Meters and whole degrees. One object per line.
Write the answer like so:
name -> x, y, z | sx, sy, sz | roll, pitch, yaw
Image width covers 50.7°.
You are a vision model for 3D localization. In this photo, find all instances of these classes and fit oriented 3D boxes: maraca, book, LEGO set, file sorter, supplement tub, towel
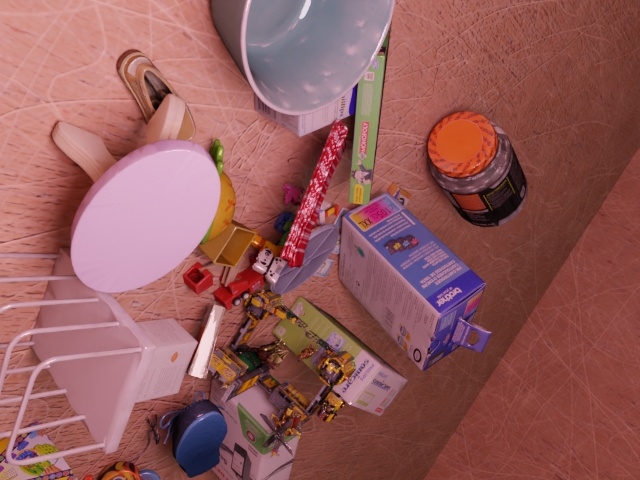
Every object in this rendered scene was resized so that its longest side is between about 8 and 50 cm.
maraca -> -0.194, -0.083, 1.178 | 0.099, 0.127, 0.185 | 7, 110, -23
book -> -0.236, 0.202, 1.368 | 0.035, 0.096, 0.144 | 19, 78, -16
LEGO set -> -0.100, -0.017, 1.376 | 0.087, 0.093, 0.227 | -42, -159, 58
LEGO set -> -0.107, 0.270, 1.431 | 0.255, 0.331, 0.192 | -49, 165, 21
file sorter -> -0.409, 0.161, 0.985 | 0.173, 0.278, 0.192 | 1, 119, -49
supplement tub -> 0.404, -0.180, 1.740 | 0.207, 0.207, 0.338 | -53, 148, -1
LEGO set -> 0.000, 0.000, 1.544 | 0.244, 0.060, 0.182 | 17, 104, -57
towel -> -0.007, -0.076, 1.271 | 0.199, 0.031, 0.274 | 58, 54, -86

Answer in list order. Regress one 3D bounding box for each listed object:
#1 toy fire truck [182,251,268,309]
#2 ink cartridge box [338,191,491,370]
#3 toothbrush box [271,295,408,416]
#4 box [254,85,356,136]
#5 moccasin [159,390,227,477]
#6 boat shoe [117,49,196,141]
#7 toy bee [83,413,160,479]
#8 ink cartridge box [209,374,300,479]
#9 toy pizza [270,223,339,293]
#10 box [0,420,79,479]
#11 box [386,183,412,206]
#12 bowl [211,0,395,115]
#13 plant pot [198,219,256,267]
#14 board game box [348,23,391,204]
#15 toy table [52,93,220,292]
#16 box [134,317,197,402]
toy fire truck -> -0.181, 0.070, 1.391 | 0.192, 0.047, 0.135 | -36, 142, -26
ink cartridge box -> 0.218, 0.117, 1.575 | 0.151, 0.395, 0.270 | -29, 150, -21
toothbrush box -> 0.048, 0.284, 1.657 | 0.122, 0.283, 0.206 | -53, 148, -2
box -> -0.027, -0.259, 1.208 | 0.137, 0.126, 0.072 | -29, 139, -33
moccasin -> -0.288, 0.420, 1.476 | 0.138, 0.116, 0.342 | -18, 151, -27
boat shoe -> -0.240, -0.206, 1.041 | 0.068, 0.072, 0.190 | -49, 147, -7
toy bee -> -0.422, 0.540, 1.458 | 0.162, 0.298, 0.195 | -5, 166, -17
ink cartridge box -> -0.169, 0.474, 1.627 | 0.122, 0.211, 0.289 | -21, 135, -41
toy pizza -> -0.039, 0.036, 1.471 | 0.201, 0.032, 0.201 | -40, 160, -18
box -> -0.506, 0.544, 1.214 | 0.177, 0.279, 0.289 | -26, 139, -35
box -> 0.172, -0.072, 1.717 | 0.081, 0.028, 0.136 | 20, 102, -56
bowl -> -0.046, -0.369, 1.049 | 0.312, 0.163, 0.311 | -32, 141, -30
plant pot -> -0.188, -0.008, 1.273 | 0.081, 0.083, 0.081 | -56, 157, 6
board game box -> 0.097, -0.259, 1.322 | 0.213, 0.046, 0.317 | -76, 172, -50
toy table -> -0.268, -0.073, 0.994 | 0.274, 0.160, 0.252 | -39, 135, 16
box -> -0.345, 0.232, 1.297 | 0.171, 0.091, 0.130 | 0, 120, -51
